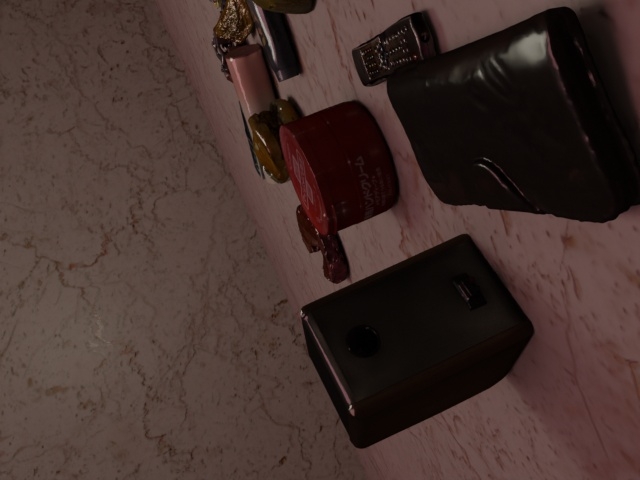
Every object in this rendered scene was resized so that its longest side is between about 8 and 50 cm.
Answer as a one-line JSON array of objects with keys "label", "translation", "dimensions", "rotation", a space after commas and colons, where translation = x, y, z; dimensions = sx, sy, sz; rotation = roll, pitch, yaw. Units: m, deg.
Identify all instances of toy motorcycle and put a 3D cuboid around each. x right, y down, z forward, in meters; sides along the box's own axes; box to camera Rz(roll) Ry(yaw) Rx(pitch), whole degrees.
[{"label": "toy motorcycle", "translation": [-0.214, -0.475, 1.542], "dimensions": [0.213, 0.084, 0.118], "rotation": [97, 152, -46]}]

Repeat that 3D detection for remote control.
[{"label": "remote control", "translation": [0.082, -0.220, 0.745], "dimensions": [0.212, 0.028, 0.059], "rotation": [-153, 44, -73]}]

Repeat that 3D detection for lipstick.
[{"label": "lipstick", "translation": [-0.156, -0.272, 1.695], "dimensions": [0.078, 0.076, 0.290], "rotation": [60, 170, 25]}, {"label": "lipstick", "translation": [-0.136, -0.296, 1.508], "dimensions": [0.087, 0.087, 0.327], "rotation": [-129, 19, -56]}]

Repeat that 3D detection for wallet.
[{"label": "wallet", "translation": [0.149, -0.099, 0.570], "dimensions": [0.165, 0.042, 0.309], "rotation": [64, 169, -13]}]

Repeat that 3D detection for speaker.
[{"label": "speaker", "translation": [0.111, 0.130, 0.789], "dimensions": [0.193, 0.230, 0.153], "rotation": [84, 160, -59]}]

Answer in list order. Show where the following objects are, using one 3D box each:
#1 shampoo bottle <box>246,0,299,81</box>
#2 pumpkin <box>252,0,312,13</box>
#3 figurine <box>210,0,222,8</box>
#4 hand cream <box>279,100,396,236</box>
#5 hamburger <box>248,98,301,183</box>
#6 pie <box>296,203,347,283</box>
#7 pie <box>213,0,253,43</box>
[{"label": "shampoo bottle", "translation": [-0.099, -0.413, 1.168], "dimensions": [0.087, 0.049, 0.234], "rotation": [-140, 29, -73]}, {"label": "pumpkin", "translation": [-0.092, -0.436, 0.952], "dimensions": [0.217, 0.110, 0.217], "rotation": [55, 163, 26]}, {"label": "figurine", "translation": [-0.276, -0.631, 1.625], "dimensions": [0.083, 0.047, 0.051], "rotation": [49, 176, 39]}, {"label": "hand cream", "translation": [0.025, -0.113, 0.989], "dimensions": [0.193, 0.125, 0.193], "rotation": [62, 170, 20]}, {"label": "hamburger", "translation": [-0.082, -0.213, 1.391], "dimensions": [0.186, 0.113, 0.177], "rotation": [61, 166, -15]}, {"label": "pie", "translation": [0.000, 0.000, 1.563], "dimensions": [0.219, 0.054, 0.204], "rotation": [55, 165, 48]}, {"label": "pie", "translation": [-0.191, -0.495, 1.414], "dimensions": [0.092, 0.034, 0.170], "rotation": [45, 149, -6]}]
